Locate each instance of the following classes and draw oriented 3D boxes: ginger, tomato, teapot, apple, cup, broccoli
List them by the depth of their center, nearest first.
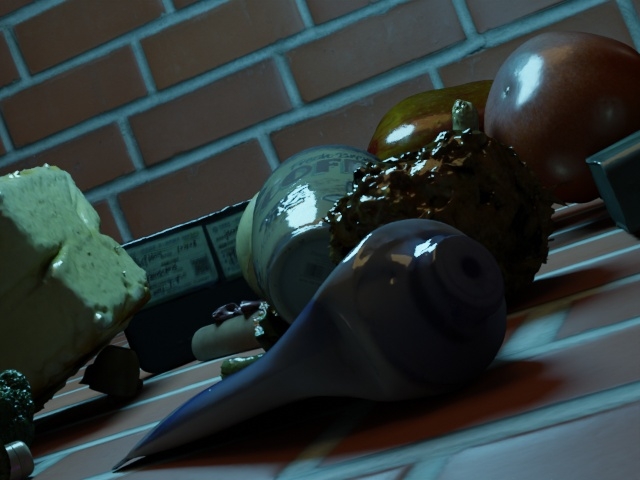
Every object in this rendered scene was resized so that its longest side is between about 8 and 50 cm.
[{"bbox_3d":[-0.389,0.215,1.316,0.162,0.138,0.146,-58,-10,8],"label":"broccoli"},{"bbox_3d":[0.052,0.026,1.518,0.301,0.227,0.257,9,20,-1],"label":"cup"},{"bbox_3d":[-0.287,0.188,1.676,0.085,0.080,0.110,11,-1,19],"label":"teapot"},{"bbox_3d":[0.355,-0.176,1.684,0.225,0.255,0.256,20,-16,-23],"label":"tomato"},{"bbox_3d":[0.206,-0.085,1.710,0.065,0.258,0.149,11,24,26],"label":"ginger"},{"bbox_3d":[0.221,-0.114,1.922,0.317,0.288,0.288,-17,2,4],"label":"apple"}]

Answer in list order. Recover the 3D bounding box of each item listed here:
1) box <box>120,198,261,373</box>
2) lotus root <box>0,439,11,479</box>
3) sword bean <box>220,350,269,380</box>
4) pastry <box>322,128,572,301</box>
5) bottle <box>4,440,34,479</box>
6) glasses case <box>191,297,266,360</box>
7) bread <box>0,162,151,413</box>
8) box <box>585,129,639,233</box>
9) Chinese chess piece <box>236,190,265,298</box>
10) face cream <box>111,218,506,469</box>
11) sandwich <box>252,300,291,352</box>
[{"bbox_3d":[-0.155,0.059,1.887,0.350,0.211,0.058,-19,0,-13],"label":"box"},{"bbox_3d":[-0.396,0.225,1.108,0.241,0.123,0.124,-22,10,24],"label":"lotus root"},{"bbox_3d":[-0.003,0.120,1.294,0.269,0.038,0.043,-19,-23,34],"label":"sword bean"},{"bbox_3d":[0.135,0.005,1.275,0.275,0.192,0.275,-23,-23,-10],"label":"pastry"},{"bbox_3d":[-0.349,0.243,1.235,0.096,0.045,0.045,-19,1,-34],"label":"bottle"},{"bbox_3d":[-0.097,0.117,1.753,0.194,0.070,0.102,-18,2,43],"label":"glasses case"},{"bbox_3d":[-0.457,0.107,1.638,0.371,0.279,0.390,-41,1,7],"label":"bread"},{"bbox_3d":[0.433,-0.089,1.448,0.178,0.138,0.274,-26,-1,10],"label":"box"},{"bbox_3d":[0.000,0.000,1.750,0.251,0.097,0.250,-8,-40,-6],"label":"Chinese chess piece"},{"bbox_3d":[0.002,0.104,1.019,0.235,0.137,0.420,-24,-7,-41],"label":"face cream"},{"bbox_3d":[-0.059,0.112,1.530,0.029,0.067,0.135,-23,6,10],"label":"sandwich"}]
